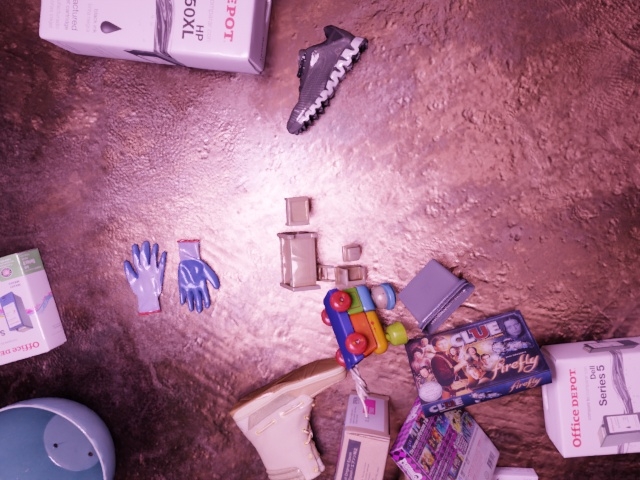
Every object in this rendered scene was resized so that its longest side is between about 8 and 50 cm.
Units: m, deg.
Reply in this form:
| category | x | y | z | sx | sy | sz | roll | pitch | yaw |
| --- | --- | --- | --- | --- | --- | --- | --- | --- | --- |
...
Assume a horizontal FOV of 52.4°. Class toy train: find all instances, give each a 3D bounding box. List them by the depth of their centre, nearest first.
| category | x | y | z | sx | sy | sz | roll | pitch | yaw |
| --- | --- | --- | --- | --- | --- | --- | --- | --- | --- |
| toy train | 0.106 | 0.202 | 1.256 | 0.143 | 0.105 | 0.248 | -13 | 67 | -19 |

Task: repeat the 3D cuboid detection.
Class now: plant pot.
| category | x | y | z | sx | sy | sz | roll | pitch | yaw |
| --- | --- | --- | --- | --- | --- | --- | --- | --- | --- |
| plant pot | -0.537 | 0.440 | 1.315 | 0.290 | 0.195 | 0.291 | 0 | 96 | 4 |

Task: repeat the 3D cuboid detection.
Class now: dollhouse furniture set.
| category | x | y | z | sx | sy | sz | roll | pitch | yaw |
| --- | --- | --- | --- | --- | --- | --- | --- | --- | --- |
| dollhouse furniture set | 0.000 | 0.000 | 1.307 | 0.160 | 0.101 | 0.182 | -4 | 95 | -20 |

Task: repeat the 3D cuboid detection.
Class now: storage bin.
| category | x | y | z | sx | sy | sz | roll | pitch | yaw |
| --- | --- | --- | --- | --- | --- | --- | --- | --- | --- |
| storage bin | 0.226 | 0.107 | 1.291 | 0.135 | 0.098 | 0.091 | -47 | 63 | 7 |

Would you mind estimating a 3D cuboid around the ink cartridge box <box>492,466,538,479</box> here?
| category | x | y | z | sx | sy | sz | roll | pitch | yaw |
| --- | --- | --- | --- | --- | --- | --- | --- | --- | --- |
| ink cartridge box | 0.337 | 0.520 | 1.338 | 0.206 | 0.046 | 0.097 | 2 | 94 | 4 |

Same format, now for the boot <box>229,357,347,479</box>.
| category | x | y | z | sx | sy | sz | roll | pitch | yaw |
| --- | --- | --- | --- | --- | --- | --- | --- | --- | --- |
| boot | -0.029 | 0.372 | 1.324 | 0.261 | 0.095 | 0.204 | -28 | 93 | 7 |

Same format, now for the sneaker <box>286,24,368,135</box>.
| category | x | y | z | sx | sy | sz | roll | pitch | yaw |
| --- | --- | --- | --- | --- | --- | --- | --- | --- | --- |
| sneaker | -0.012 | -0.319 | 1.269 | 0.106 | 0.078 | 0.234 | 35 | 93 | 3 |

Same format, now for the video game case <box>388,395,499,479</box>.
| category | x | y | z | sx | sy | sz | roll | pitch | yaw |
| --- | --- | --- | --- | --- | --- | --- | --- | --- | --- |
| video game case | 0.245 | 0.408 | 1.247 | 0.041 | 0.232 | 0.210 | -38 | 93 | 35 |

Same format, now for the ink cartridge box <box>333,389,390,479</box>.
| category | x | y | z | sx | sy | sz | roll | pitch | yaw |
| --- | --- | --- | --- | --- | --- | --- | --- | --- | --- |
| ink cartridge box | 0.076 | 0.420 | 1.250 | 0.088 | 0.234 | 0.194 | 10 | 96 | 5 |

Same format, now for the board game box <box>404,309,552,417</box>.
| category | x | y | z | sx | sy | sz | roll | pitch | yaw |
| --- | --- | --- | --- | --- | --- | --- | --- | --- | --- |
| board game box | 0.297 | 0.235 | 1.257 | 0.243 | 0.165 | 0.042 | -17 | 126 | 5 |

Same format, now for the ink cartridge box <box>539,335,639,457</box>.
| category | x | y | z | sx | sy | sz | roll | pitch | yaw |
| --- | --- | --- | --- | --- | --- | --- | --- | --- | --- |
| ink cartridge box | 0.584 | 0.300 | 1.264 | 0.272 | 0.115 | 0.199 | -7 | 95 | 5 |

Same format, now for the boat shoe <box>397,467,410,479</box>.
| category | x | y | z | sx | sy | sz | roll | pitch | yaw |
| --- | --- | --- | --- | --- | --- | --- | --- | --- | --- |
| boat shoe | 0.174 | 0.561 | 1.315 | 0.110 | 0.121 | 0.342 | -6 | 96 | 4 |

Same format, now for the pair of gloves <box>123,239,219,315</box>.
| category | x | y | z | sx | sy | sz | roll | pitch | yaw |
| --- | --- | --- | --- | --- | --- | --- | --- | --- | --- |
| pair of gloves | -0.309 | 0.076 | 1.353 | 0.198 | 0.023 | 0.160 | -5 | 97 | 5 |

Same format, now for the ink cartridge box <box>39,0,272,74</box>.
| category | x | y | z | sx | sy | sz | roll | pitch | yaw |
| --- | --- | --- | --- | --- | --- | --- | --- | --- | --- |
| ink cartridge box | -0.295 | -0.488 | 1.224 | 0.394 | 0.166 | 0.286 | 7 | 96 | 3 |

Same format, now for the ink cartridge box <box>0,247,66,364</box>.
| category | x | y | z | sx | sy | sz | roll | pitch | yaw |
| --- | --- | --- | --- | --- | --- | --- | --- | --- | --- |
| ink cartridge box | -0.643 | 0.141 | 1.347 | 0.154 | 0.093 | 0.213 | -15 | 96 | 5 |
